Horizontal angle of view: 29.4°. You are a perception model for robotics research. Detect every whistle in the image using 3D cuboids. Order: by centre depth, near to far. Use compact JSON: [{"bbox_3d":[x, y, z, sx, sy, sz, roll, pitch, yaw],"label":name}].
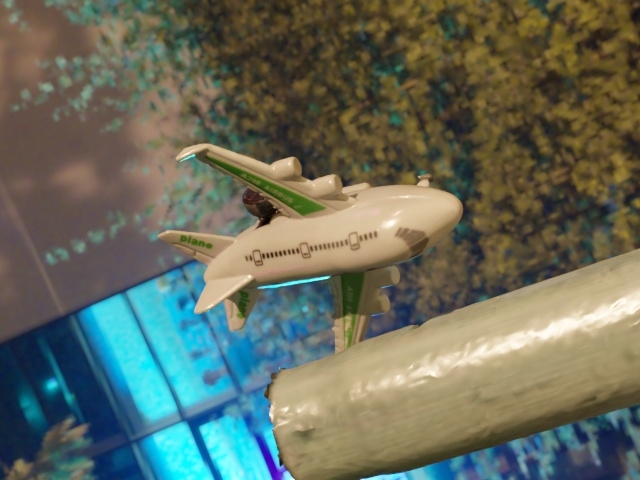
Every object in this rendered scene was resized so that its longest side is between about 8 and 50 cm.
[{"bbox_3d":[0.124,0.035,0.486,0.062,0.312,0.062,51,-152,-40],"label":"whistle"}]

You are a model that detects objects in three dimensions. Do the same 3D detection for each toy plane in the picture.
[{"bbox_3d":[0.001,-0.003,0.994,0.251,0.255,0.101,56,-149,-29],"label":"toy plane"}]
